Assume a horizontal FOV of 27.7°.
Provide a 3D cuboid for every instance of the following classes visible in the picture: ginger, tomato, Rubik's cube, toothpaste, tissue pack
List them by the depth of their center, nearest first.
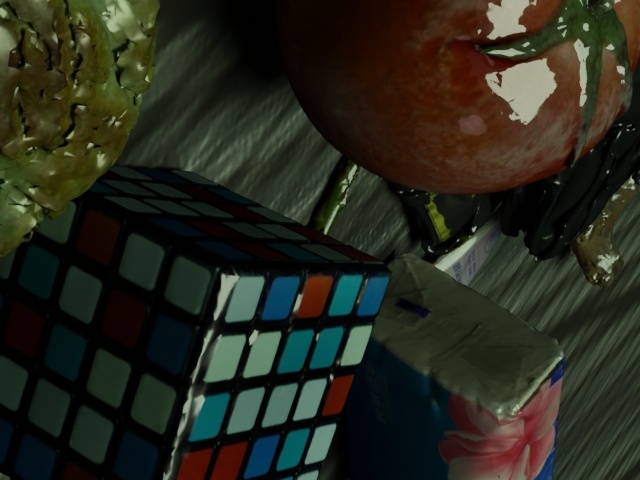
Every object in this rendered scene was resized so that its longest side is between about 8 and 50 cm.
[{"bbox_3d":[-0.095,0.065,0.802,0.187,0.184,0.182,-1,113,-60],"label":"Rubik's cube"},{"bbox_3d":[0.092,-0.162,0.882,0.265,0.265,0.265,-39,143,-39],"label":"tomato"},{"bbox_3d":[0.116,0.176,1.233,0.137,0.209,0.269,-35,142,-29],"label":"tissue pack"},{"bbox_3d":[0.186,-0.025,1.350,0.301,0.048,0.075,-48,158,-25],"label":"toothpaste"},{"bbox_3d":[0.343,-0.078,1.555,0.122,0.084,0.290,-58,156,-62],"label":"ginger"}]

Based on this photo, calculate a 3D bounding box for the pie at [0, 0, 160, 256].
[{"bbox_3d":[-0.251,-0.083,0.441,0.418,0.180,0.395,-39,144,-27],"label":"pie"}]

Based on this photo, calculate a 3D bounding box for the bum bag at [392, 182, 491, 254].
[{"bbox_3d":[0.111,-0.061,1.179,0.107,0.060,0.232,-51,154,-7],"label":"bum bag"}]

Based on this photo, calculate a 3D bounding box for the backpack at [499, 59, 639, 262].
[{"bbox_3d":[0.250,-0.096,1.240,0.206,0.133,0.258,-25,145,-41],"label":"backpack"}]

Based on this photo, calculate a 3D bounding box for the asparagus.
[{"bbox_3d":[0.000,0.000,1.078,0.248,0.024,0.025,-65,158,-2],"label":"asparagus"}]
